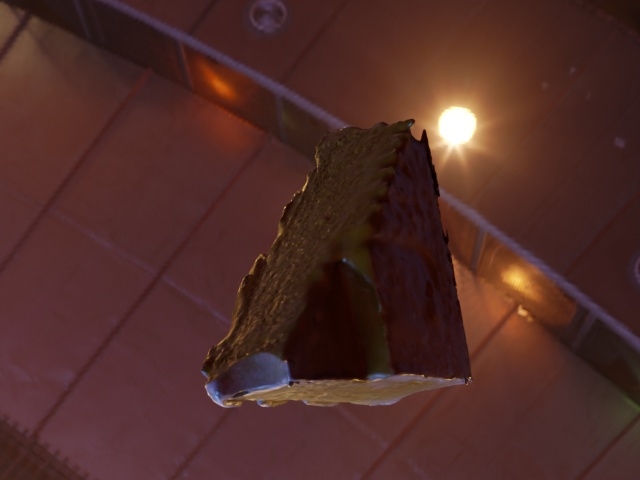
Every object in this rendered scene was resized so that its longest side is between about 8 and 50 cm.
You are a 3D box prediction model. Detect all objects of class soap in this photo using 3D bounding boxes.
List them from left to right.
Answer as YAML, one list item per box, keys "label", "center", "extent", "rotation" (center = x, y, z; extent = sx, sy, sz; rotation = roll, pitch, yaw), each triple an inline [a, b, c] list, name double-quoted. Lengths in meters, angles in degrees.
- label: "soap"
  center: [0.000, 0.000, 1.208]
  extent: [0.169, 0.304, 0.338]
  rotation: [-21, -110, 34]
